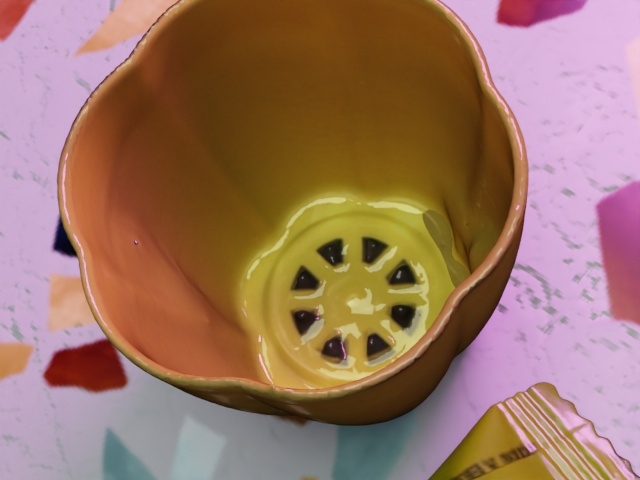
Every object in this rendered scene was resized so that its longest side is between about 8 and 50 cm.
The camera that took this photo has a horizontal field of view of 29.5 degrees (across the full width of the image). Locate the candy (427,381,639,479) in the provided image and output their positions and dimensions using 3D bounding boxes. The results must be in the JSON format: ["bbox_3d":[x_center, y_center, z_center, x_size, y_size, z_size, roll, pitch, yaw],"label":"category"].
[{"bbox_3d":[0.050,0.164,0.543,0.246,0.069,0.149,-27,67,-17],"label":"candy"}]

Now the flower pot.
[{"bbox_3d":[0.000,0.000,0.565,0.195,0.179,0.195,-4,70,10],"label":"flower pot"}]
